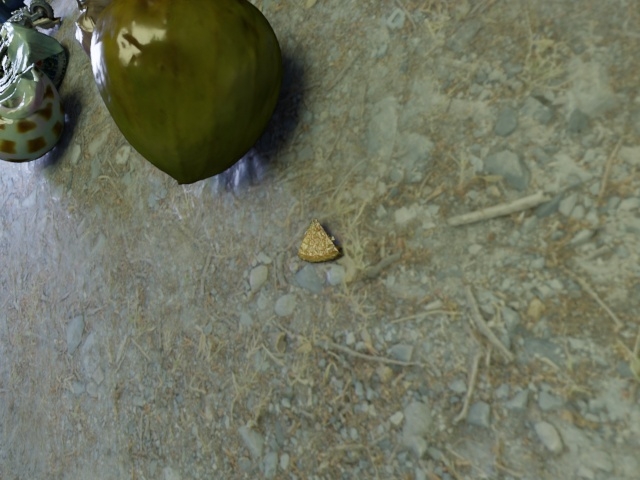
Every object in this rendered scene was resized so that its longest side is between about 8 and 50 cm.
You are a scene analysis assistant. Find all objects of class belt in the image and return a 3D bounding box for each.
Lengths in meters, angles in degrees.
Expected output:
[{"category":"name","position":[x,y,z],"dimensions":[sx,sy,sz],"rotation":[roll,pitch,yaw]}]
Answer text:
[{"category":"belt","position":[-0.918,-0.538,1.445],"dimensions":[0.257,0.150,0.207],"rotation":[-47,68,20]}]

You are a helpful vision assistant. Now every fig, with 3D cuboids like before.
[{"category":"fig","position":[-0.230,-0.279,0.840],"dimensions":[0.343,0.343,0.343],"rotation":[-6,79,34]}]

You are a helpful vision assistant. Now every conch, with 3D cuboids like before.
[{"category":"conch","position":[-0.878,-0.346,1.356],"dimensions":[0.368,0.197,0.249],"rotation":[-10,64,26]}]

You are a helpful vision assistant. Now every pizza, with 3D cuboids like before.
[{"category":"pizza","position":[0.000,0.000,0.797],"dimensions":[0.083,0.025,0.078],"rotation":[-2,86,27]}]

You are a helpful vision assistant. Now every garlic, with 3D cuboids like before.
[{"category":"garlic","position":[-0.499,-0.551,1.134],"dimensions":[0.207,0.256,0.207],"rotation":[0,54,1]}]

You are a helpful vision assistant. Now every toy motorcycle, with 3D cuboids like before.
[{"category":"toy motorcycle","position":[-0.947,-0.690,1.522],"dimensions":[0.229,0.130,0.094],"rotation":[-22,49,16]}]

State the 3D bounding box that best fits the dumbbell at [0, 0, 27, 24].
[{"category":"dumbbell","position":[-1.005,-0.851,1.561],"dimensions":[0.325,0.160,0.144],"rotation":[-28,99,29]}]
